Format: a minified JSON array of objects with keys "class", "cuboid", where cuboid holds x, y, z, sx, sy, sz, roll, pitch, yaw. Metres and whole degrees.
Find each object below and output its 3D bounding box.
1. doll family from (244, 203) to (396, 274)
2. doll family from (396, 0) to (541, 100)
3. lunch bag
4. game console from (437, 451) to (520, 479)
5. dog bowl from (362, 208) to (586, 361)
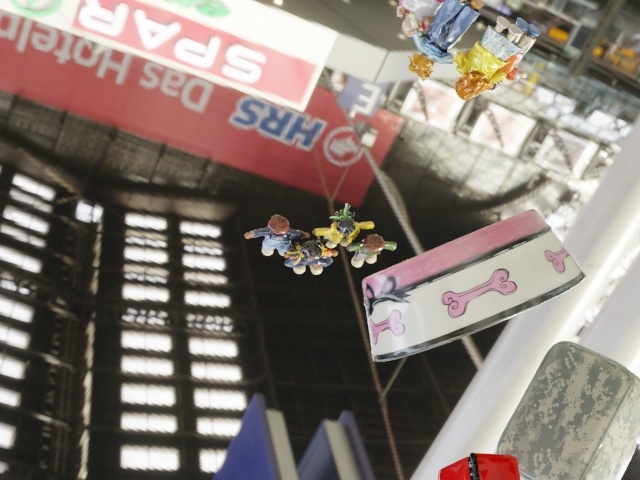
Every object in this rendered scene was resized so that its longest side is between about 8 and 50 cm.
[{"class":"doll family","cuboid":[0.000,0.000,1.184,0.193,0.076,0.111,-12,170,-7]},{"class":"doll family","cuboid":[0.233,-0.333,1.532,0.263,0.163,0.118,33,-143,-2]},{"class":"lunch bag","cuboid":[0.533,0.386,1.807,0.256,0.305,0.212,30,177,-42]},{"class":"game console","cuboid":[0.277,0.447,1.543,0.124,0.085,0.144,5,-129,-8]},{"class":"dog bowl","cuboid":[0.255,0.073,1.617,0.408,0.408,0.150,-19,-94,-57]}]
